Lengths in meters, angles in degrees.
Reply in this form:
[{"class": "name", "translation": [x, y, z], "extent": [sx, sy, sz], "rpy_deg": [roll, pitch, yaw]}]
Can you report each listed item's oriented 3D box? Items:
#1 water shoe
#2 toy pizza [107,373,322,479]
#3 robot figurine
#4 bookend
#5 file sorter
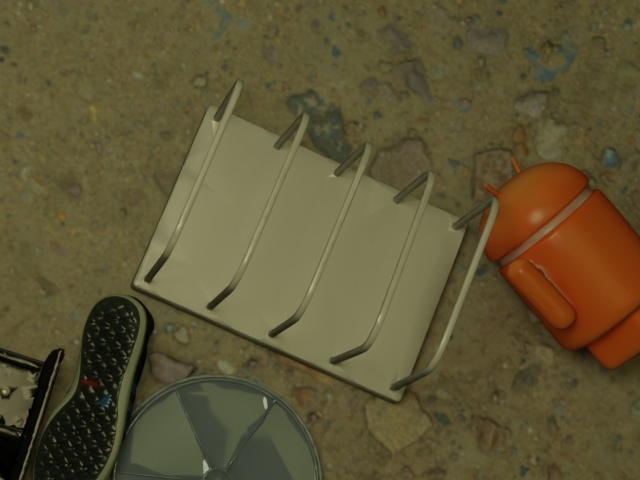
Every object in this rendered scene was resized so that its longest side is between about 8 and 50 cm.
[{"class": "water shoe", "translation": [-0.194, 0.150, 1.787], "extent": [0.073, 0.080, 0.203], "rpy_deg": [20, 88, 15]}, {"class": "toy pizza", "translation": [-0.098, 0.224, 1.821], "extent": [0.201, 0.032, 0.201], "rpy_deg": [2, 80, -13]}, {"class": "robot figurine", "translation": [0.241, 0.016, 1.894], "extent": [0.158, 0.128, 0.219], "rpy_deg": [-41, 91, -15]}, {"class": "bookend", "translation": [-0.326, 0.152, 1.760], "extent": [0.156, 0.072, 0.157], "rpy_deg": [19, 75, -9]}, {"class": "file sorter", "translation": [0.000, 0.000, 1.816], "extent": [0.277, 0.173, 0.193], "rpy_deg": [24, 75, -8]}]
